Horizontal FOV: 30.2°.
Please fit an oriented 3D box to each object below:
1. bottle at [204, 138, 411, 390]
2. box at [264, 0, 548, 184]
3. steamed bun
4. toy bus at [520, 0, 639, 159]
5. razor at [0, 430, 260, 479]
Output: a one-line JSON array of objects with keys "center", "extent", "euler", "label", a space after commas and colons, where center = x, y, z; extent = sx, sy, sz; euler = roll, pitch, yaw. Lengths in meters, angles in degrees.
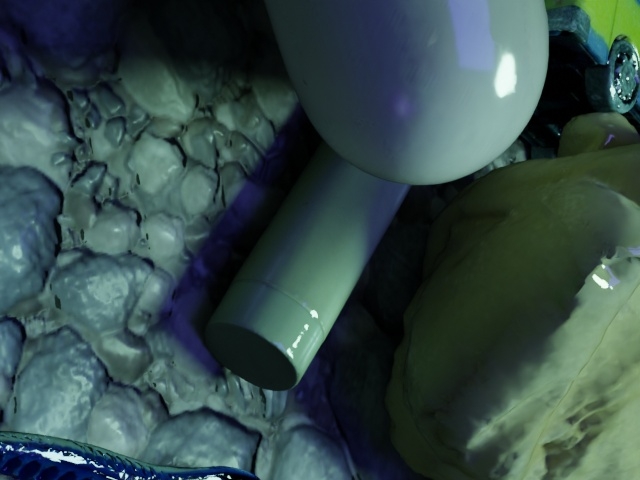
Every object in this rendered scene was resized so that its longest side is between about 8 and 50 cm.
[{"center": [0.000, 0.000, 0.787], "extent": [0.072, 0.072, 0.201], "euler": [57, 49, -35], "label": "bottle"}, {"center": [0.044, -0.196, 0.696], "extent": [0.349, 0.141, 0.289], "euler": [-63, 138, -71], "label": "box"}, {"center": [0.198, 0.075, 0.913], "extent": [0.324, 0.230, 0.372], "euler": [-38, 133, 1], "label": "steamed bun"}, {"center": [0.228, -0.170, 1.006], "extent": [0.312, 0.152, 0.190], "euler": [30, 68, -48], "label": "toy bus"}, {"center": [-0.134, 0.131, 0.643], "extent": [0.324, 0.093, 0.056], "euler": [16, 43, -54], "label": "razor"}]
